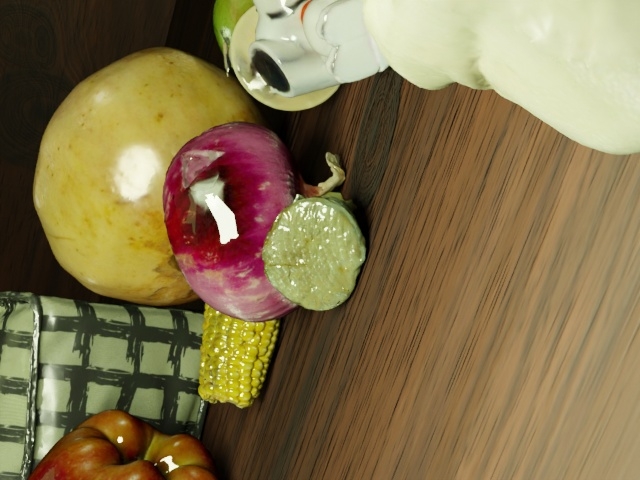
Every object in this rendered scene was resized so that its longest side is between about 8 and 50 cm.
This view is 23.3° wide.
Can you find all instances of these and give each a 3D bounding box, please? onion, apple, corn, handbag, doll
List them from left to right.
[{"bbox_3d":[-0.308,0.242,2.132,0.162,0.325,0.327,-2,81,49],"label":"handbag"},{"bbox_3d":[-0.257,0.379,1.896,0.317,0.288,0.288,-64,16,17],"label":"apple"},{"bbox_3d":[-0.083,-0.021,1.626,0.200,0.200,0.207,-177,97,-77],"label":"onion"},{"bbox_3d":[-0.083,0.040,1.817,0.101,0.101,0.310,151,129,-74],"label":"corn"},{"bbox_3d":[-0.009,-0.207,1.642,0.271,0.144,0.208,-128,24,-49],"label":"doll"}]

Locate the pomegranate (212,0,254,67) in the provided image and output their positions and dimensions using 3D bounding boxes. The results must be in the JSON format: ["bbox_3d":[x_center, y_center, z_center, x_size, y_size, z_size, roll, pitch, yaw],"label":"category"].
[{"bbox_3d":[-0.037,-0.284,1.868,0.220,0.156,0.156,-50,4,-18],"label":"pomegranate"}]

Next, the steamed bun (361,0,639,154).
[{"bbox_3d":[0.113,-0.256,0.866,0.342,0.255,0.368,-113,38,-73],"label":"steamed bun"}]

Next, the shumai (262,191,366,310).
[{"bbox_3d":[-0.001,-0.001,1.535,0.087,0.099,0.124,-67,-2,-61],"label":"shumai"}]

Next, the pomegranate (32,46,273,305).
[{"bbox_3d":[-0.218,-0.089,1.996,0.338,0.338,0.338,-168,90,-78],"label":"pomegranate"}]
